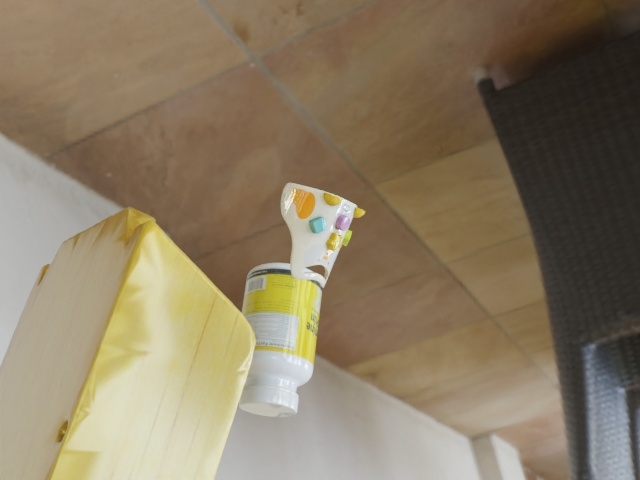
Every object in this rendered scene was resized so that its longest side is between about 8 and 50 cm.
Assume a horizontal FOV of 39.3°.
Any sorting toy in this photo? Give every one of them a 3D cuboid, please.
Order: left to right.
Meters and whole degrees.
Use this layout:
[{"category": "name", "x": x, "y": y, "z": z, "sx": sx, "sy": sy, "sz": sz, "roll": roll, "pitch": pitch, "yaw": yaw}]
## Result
[{"category": "sorting toy", "x": 0.000, "y": 0.000, "z": 0.752, "sx": 0.045, "sy": 0.075, "sz": 0.083, "roll": 12, "pitch": 175, "yaw": 33}]

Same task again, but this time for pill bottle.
[{"category": "pill bottle", "x": -0.056, "y": 0.129, "z": 1.161, "sx": 0.103, "sy": 0.184, "sz": 0.103, "roll": 6, "pitch": 156, "yaw": 3}]

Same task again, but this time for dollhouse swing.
[{"category": "dollhouse swing", "x": -0.125, "y": 0.188, "z": 0.815, "sx": 0.305, "sy": 0.315, "sz": 0.347, "roll": 25, "pitch": 160, "yaw": -23}]
